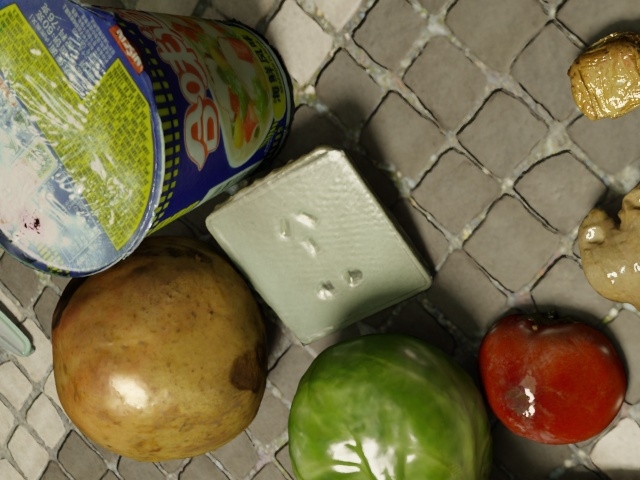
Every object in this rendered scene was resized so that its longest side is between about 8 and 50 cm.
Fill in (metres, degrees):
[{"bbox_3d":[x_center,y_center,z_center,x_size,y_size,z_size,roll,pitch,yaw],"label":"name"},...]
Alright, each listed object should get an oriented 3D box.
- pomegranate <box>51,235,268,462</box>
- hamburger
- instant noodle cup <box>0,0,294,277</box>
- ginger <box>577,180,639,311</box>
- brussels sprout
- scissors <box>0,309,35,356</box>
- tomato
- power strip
[{"bbox_3d":[-0.187,0.131,1.147,0.281,0.281,0.281,9,110,28],"label":"pomegranate"},{"bbox_3d":[0.277,-0.155,0.913,0.083,0.044,0.076,-17,98,35],"label":"hamburger"},{"bbox_3d":[-0.185,-0.133,1.033,0.284,0.312,0.284,8,108,27],"label":"instant noodle cup"},{"bbox_3d":[0.349,-0.010,0.898,0.213,0.074,0.137,-27,108,37],"label":"ginger"},{"bbox_3d":[0.076,0.213,1.053,0.244,0.244,0.244,9,110,28],"label":"brussels sprout"},{"bbox_3d":[-0.532,0.092,1.455,0.256,0.125,0.030,37,164,4],"label":"scissors"},{"bbox_3d":[0.231,0.150,1.007,0.159,0.091,0.139,7,109,27],"label":"tomato"},{"bbox_3d":[0.000,0.000,1.104,0.198,0.064,0.213,-26,111,27],"label":"power strip"}]
